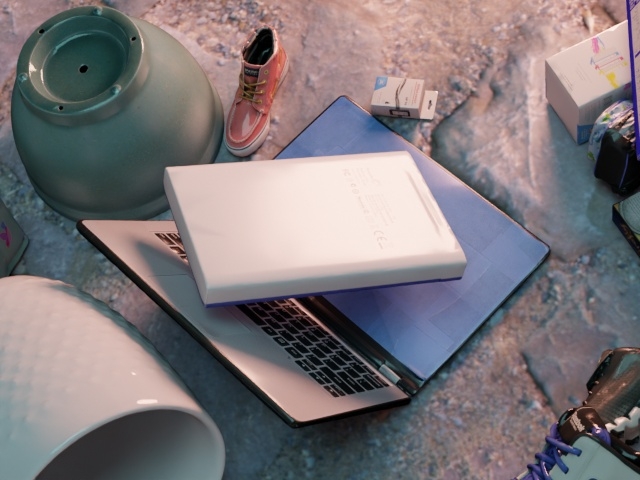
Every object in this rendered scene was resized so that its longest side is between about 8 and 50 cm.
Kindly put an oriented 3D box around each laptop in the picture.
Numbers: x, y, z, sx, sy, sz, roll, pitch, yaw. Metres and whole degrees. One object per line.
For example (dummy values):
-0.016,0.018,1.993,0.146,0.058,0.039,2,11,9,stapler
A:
0.000,0.000,1.592,0.382,0.408,0.236,39,110,26,laptop

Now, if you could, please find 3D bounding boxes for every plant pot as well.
-0.294,-0.192,1.764,0.293,0.196,0.293,-4,63,9,plant pot

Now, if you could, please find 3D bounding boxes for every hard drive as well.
-0.009,-0.020,1.568,0.318,0.040,0.210,-5,45,-20,hard drive

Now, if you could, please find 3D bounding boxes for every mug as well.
-0.344,0.232,1.517,0.374,0.276,0.328,-43,50,-4,mug

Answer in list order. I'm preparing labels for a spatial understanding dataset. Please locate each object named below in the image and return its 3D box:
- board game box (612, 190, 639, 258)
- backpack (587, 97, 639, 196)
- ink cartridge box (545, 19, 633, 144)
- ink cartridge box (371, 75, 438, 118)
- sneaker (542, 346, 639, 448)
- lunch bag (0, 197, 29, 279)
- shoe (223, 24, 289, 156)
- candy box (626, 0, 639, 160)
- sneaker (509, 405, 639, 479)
0.490,0.019,1.587,0.165,0.042,0.243,-27,61,-3,board game box
0.397,-0.130,1.648,0.114,0.105,0.084,-34,58,-20,backpack
0.376,-0.210,1.699,0.143,0.092,0.090,-26,60,-4,ink cartridge box
0.115,-0.194,1.778,0.083,0.028,0.048,6,65,14,ink cartridge box
0.342,0.184,1.516,0.234,0.078,0.106,-31,56,-7,sneaker
-0.554,-0.024,1.712,0.262,0.223,0.160,7,57,15,lunch bag
-0.095,-0.208,1.797,0.063,0.081,0.178,13,66,17,shoe
0.524,-0.232,1.610,0.268,0.122,0.317,10,64,-16,candy box
0.246,0.273,1.415,0.315,0.127,0.182,-5,101,2,sneaker
